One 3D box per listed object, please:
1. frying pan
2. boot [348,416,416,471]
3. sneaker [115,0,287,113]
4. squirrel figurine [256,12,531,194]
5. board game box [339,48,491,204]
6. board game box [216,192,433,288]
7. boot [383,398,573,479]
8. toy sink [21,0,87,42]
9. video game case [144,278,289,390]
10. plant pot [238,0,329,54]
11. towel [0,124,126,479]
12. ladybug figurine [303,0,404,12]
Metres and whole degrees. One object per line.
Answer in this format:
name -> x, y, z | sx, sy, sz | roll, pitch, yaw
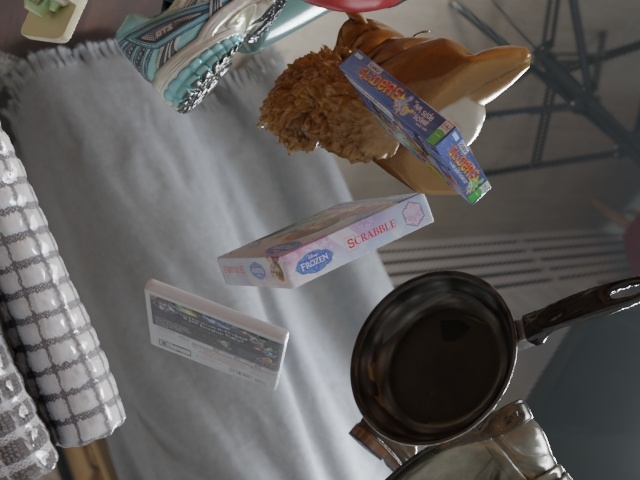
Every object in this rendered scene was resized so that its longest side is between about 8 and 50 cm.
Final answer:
frying pan -> 0.171, 0.087, 0.902 | 0.326, 0.197, 0.053 | -38, 136, 11
boot -> 0.154, 0.356, 1.484 | 0.219, 0.082, 0.106 | 45, 78, -28
sneaker -> -0.110, -0.272, 0.934 | 0.283, 0.122, 0.110 | -54, -173, -33
squirrel figurine -> 0.089, -0.280, 1.503 | 0.397, 0.370, 0.281 | -10, 132, -26
board game box -> 0.116, -0.141, 1.055 | 0.035, 0.201, 0.136 | -43, 141, 2
board game box -> 0.000, 0.000, 1.649 | 0.318, 0.065, 0.319 | -25, -171, -26
boot -> 0.189, 0.299, 0.983 | 0.247, 0.161, 0.083 | -22, 157, -21
toy sink -> -0.473, -0.474, 1.450 | 0.131, 0.153, 0.234 | 27, 83, -47
video game case -> -0.139, 0.129, 1.134 | 0.173, 0.190, 0.022 | 103, 9, -59
plant pot -> -0.096, -0.599, 1.874 | 0.334, 0.341, 0.341 | -40, 152, -23
towel -> -0.274, 0.051, 0.612 | 0.121, 0.235, 0.284 | -28, -172, -36
ladybug figurine -> 0.045, -0.356, 0.814 | 0.305, 0.449, 0.162 | 6, 136, 11
